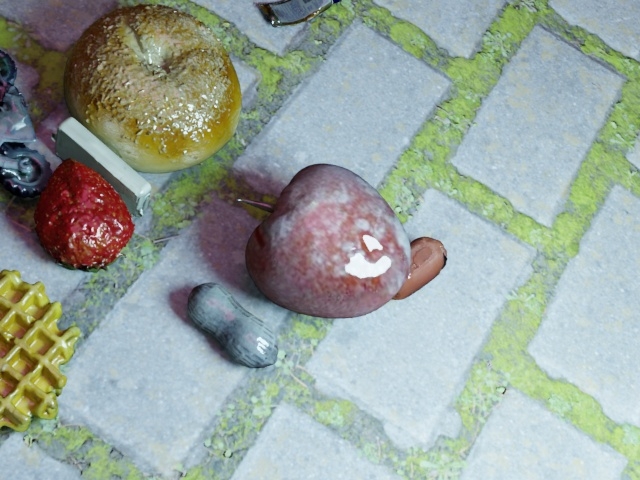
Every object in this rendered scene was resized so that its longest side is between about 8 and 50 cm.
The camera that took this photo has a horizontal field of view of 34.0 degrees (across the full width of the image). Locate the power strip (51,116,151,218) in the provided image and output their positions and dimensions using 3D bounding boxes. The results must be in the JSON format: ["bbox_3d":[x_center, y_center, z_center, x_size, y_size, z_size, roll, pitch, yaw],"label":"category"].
[{"bbox_3d":[-0.340,-0.113,1.633,0.192,0.081,0.035,39,57,7],"label":"power strip"}]

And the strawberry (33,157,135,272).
[{"bbox_3d":[-0.352,-0.042,1.569,0.146,0.082,0.187,-12,80,-26],"label":"strawberry"}]

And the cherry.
[{"bbox_3d":[0.000,0.000,1.599,0.285,0.213,0.236,25,84,1],"label":"cherry"}]

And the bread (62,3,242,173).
[{"bbox_3d":[-0.268,-0.257,1.693,0.305,0.159,0.305,7,61,-13],"label":"bread"}]

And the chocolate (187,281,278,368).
[{"bbox_3d":[-0.130,0.128,1.566,0.167,0.072,0.072,43,58,10],"label":"chocolate"}]

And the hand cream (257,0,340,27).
[{"bbox_3d":[-0.033,-0.438,1.947,0.163,0.039,0.062,-24,72,-21],"label":"hand cream"}]

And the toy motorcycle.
[{"bbox_3d":[-0.516,-0.177,1.605,0.159,0.106,0.270,-14,70,-30],"label":"toy motorcycle"}]

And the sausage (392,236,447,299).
[{"bbox_3d":[0.146,0.047,1.696,0.141,0.076,0.076,-31,74,-31],"label":"sausage"}]

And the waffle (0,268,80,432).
[{"bbox_3d":[-0.437,0.159,1.462,0.219,0.057,0.229,36,56,4],"label":"waffle"}]
